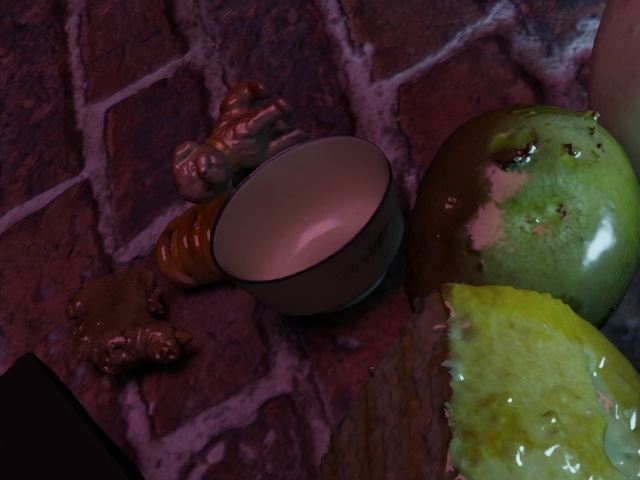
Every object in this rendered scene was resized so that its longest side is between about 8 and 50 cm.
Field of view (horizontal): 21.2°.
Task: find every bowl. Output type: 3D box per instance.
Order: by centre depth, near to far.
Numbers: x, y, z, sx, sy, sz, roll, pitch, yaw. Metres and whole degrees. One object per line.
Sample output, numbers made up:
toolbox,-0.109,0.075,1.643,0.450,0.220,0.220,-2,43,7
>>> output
bowl,0.000,0.000,2.015,0.238,0.126,0.237,-21,37,17

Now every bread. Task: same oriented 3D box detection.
bread,0.142,0.250,1.490,0.239,0.264,0.395,-99,27,-45
bread,-0.133,-0.001,2.163,0.177,0.084,0.119,-17,38,29

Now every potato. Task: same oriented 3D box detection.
potato,0.197,0.001,1.677,0.219,0.359,0.269,20,87,7

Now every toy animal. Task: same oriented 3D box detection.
toy animal,-0.137,-0.131,2.306,0.185,0.104,0.184,-46,38,-9

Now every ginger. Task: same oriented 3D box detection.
ginger,-0.245,0.111,2.130,0.137,0.074,0.213,-35,41,-2

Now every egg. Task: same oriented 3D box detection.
egg,0.381,-0.111,1.718,0.201,0.337,0.337,-52,36,2

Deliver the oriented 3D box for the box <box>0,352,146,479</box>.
box,-0.290,0.325,1.795,0.251,0.204,0.345,-40,36,-8
